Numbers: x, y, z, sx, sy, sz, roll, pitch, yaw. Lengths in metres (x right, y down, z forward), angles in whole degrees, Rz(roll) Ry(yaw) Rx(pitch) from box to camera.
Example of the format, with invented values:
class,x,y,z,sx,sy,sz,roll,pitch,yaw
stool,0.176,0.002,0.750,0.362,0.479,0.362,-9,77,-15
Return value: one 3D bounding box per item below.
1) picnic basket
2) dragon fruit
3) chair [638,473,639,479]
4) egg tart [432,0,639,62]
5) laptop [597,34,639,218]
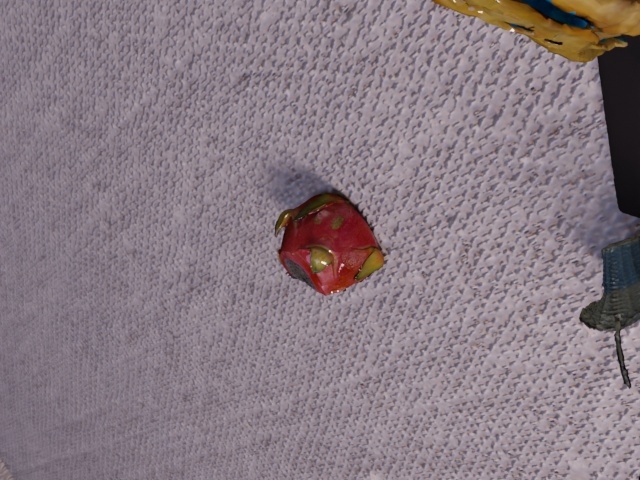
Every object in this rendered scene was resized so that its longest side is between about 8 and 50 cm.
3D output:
class,x,y,z,sx,sy,sz,roll,pitch,yaw
picnic basket,0.191,0.039,0.843,0.083,0.065,0.083,-25,79,53
dragon fruit,0.000,0.000,1.097,0.083,0.056,0.060,31,146,40
chair,0.279,0.268,0.790,0.227,0.226,0.401,30,144,38
egg tart,0.048,-0.189,0.646,0.291,0.291,0.107,41,113,24
laptop,0.225,-0.047,0.737,0.197,0.016,0.135,23,139,43
